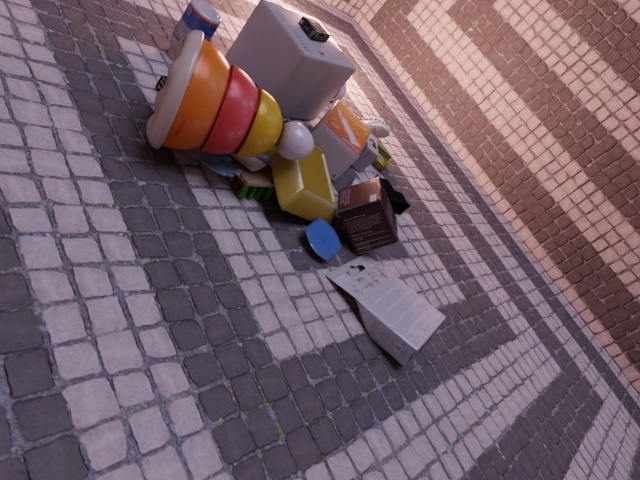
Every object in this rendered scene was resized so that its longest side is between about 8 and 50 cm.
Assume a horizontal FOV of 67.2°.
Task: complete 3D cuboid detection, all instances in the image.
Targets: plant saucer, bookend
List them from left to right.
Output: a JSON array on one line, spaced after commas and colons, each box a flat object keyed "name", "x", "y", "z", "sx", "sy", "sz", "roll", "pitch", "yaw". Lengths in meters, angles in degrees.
[{"name": "plant saucer", "x": -0.051, "y": -0.237, "z": 1.689, "sx": 0.332, "sy": 0.080, "sz": 0.333, "roll": 21, "pitch": 52, "yaw": -59}, {"name": "plant saucer", "x": 0.277, "y": -0.449, "z": 2.489, "sx": 0.188, "sy": 0.045, "sz": 0.188, "roll": 43, "pitch": 32, "yaw": -5}, {"name": "bookend", "x": 0.320, "y": -0.213, "z": 2.251, "sx": 0.156, "sy": 0.072, "sz": 0.157, "roll": 10, "pitch": 46, "yaw": -46}]

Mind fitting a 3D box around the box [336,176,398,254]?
[{"name": "box", "x": 0.177, "y": -0.091, "z": 1.785, "sx": 0.169, "sy": 0.166, "sz": 0.203, "roll": -80, "pitch": 148, "yaw": -54}]

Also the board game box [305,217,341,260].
[{"name": "board game box", "x": 0.000, "y": 0.000, "z": 1.658, "sx": 0.133, "sy": 0.033, "sz": 0.168, "roll": 55, "pitch": 35, "yaw": -4}]

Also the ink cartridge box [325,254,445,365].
[{"name": "ink cartridge box", "x": 0.218, "y": 0.224, "z": 1.668, "sx": 0.385, "sy": 0.091, "sz": 0.308, "roll": 38, "pitch": 29, "yaw": 19}]

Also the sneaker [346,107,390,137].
[{"name": "sneaker", "x": 0.212, "y": -0.574, "z": 2.456, "sx": 0.292, "sy": 0.110, "sz": 0.118, "roll": 16, "pitch": 46, "yaw": -2}]

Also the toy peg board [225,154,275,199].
[{"name": "toy peg board", "x": -0.238, "y": -0.202, "z": 1.591, "sx": 0.161, "sy": 0.079, "sz": 0.160, "roll": -3, "pitch": 41, "yaw": -51}]

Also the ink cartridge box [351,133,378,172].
[{"name": "ink cartridge box", "x": 0.206, "y": -0.423, "z": 2.297, "sx": 0.072, "sy": 0.127, "sz": 0.175, "roll": 35, "pitch": 34, "yaw": -23}]

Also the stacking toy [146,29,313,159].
[{"name": "stacking toy", "x": -0.240, "y": -0.357, "z": 1.439, "sx": 0.479, "sy": 0.351, "sz": 0.351, "roll": 22, "pitch": 39, "yaw": -25}]

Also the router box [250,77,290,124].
[{"name": "router box", "x": -0.275, "y": -0.475, "z": 1.738, "sx": 0.243, "sy": 0.081, "sz": 0.309, "roll": 49, "pitch": 29, "yaw": 3}]

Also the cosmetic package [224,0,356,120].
[{"name": "cosmetic package", "x": -0.130, "y": -0.755, "z": 2.079, "sx": 0.393, "sy": 0.327, "sz": 0.329, "roll": -15, "pitch": 66, "yaw": -54}]

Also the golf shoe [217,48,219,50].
[{"name": "golf shoe", "x": -0.438, "y": -0.687, "z": 1.842, "sx": 0.077, "sy": 0.094, "sz": 0.198, "roll": 22, "pitch": 31, "yaw": -5}]

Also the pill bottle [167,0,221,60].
[{"name": "pill bottle", "x": -0.471, "y": -0.759, "z": 1.774, "sx": 0.124, "sy": 0.221, "sz": 0.124, "roll": 30, "pitch": 36, "yaw": -25}]

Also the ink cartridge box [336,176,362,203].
[{"name": "ink cartridge box", "x": 0.136, "y": -0.178, "z": 1.973, "sx": 0.090, "sy": 0.092, "sz": 0.143, "roll": 41, "pitch": 31, "yaw": -9}]

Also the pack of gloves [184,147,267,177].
[{"name": "pack of gloves", "x": -0.309, "y": -0.287, "z": 1.525, "sx": 0.232, "sy": 0.046, "sz": 0.195, "roll": 34, "pitch": 37, "yaw": 14}]

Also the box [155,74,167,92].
[{"name": "box", "x": -0.436, "y": -0.448, "z": 1.632, "sx": 0.175, "sy": 0.051, "sz": 0.220, "roll": -3, "pitch": 57, "yaw": -52}]

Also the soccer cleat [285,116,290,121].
[{"name": "soccer cleat", "x": -0.172, "y": -0.450, "z": 1.954, "sx": 0.072, "sy": 0.060, "sz": 0.179, "roll": 16, "pitch": 41, "yaw": -5}]

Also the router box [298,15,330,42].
[{"name": "router box", "x": -0.024, "y": -0.867, "z": 1.980, "sx": 0.092, "sy": 0.038, "sz": 0.122, "roll": 52, "pitch": 33, "yaw": 9}]

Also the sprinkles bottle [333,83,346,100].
[{"name": "sprinkles bottle", "x": -0.019, "y": -0.820, "z": 2.476, "sx": 0.355, "sy": 0.121, "sz": 0.121, "roll": 4, "pitch": 52, "yaw": -48}]

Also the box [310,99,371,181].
[{"name": "box", "x": 0.070, "y": -0.446, "z": 2.121, "sx": 0.215, "sy": 0.168, "sz": 0.345, "roll": 40, "pitch": 32, "yaw": -11}]
